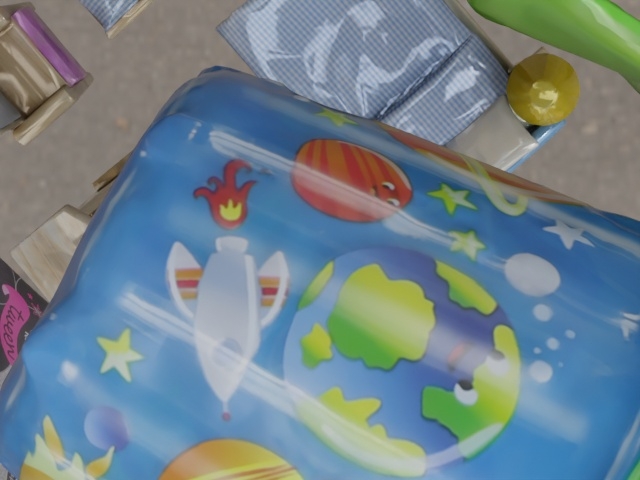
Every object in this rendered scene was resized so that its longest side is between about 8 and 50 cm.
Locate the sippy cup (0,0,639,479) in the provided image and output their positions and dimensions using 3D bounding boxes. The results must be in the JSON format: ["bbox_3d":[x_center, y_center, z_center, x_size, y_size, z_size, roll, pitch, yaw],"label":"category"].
[{"bbox_3d":[0.013,0.058,0.693,0.224,0.305,0.240,29,135,-1],"label":"sippy cup"}]

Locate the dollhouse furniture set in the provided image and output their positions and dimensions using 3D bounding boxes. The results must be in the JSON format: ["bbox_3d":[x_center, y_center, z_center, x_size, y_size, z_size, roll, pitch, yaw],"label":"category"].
[{"bbox_3d":[-0.037,-0.091,1.151,0.303,0.198,0.286,-38,96,14],"label":"dollhouse furniture set"}]

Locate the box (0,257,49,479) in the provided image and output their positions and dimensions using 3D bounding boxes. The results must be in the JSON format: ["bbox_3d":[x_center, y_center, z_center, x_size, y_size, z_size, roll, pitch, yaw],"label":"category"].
[{"bbox_3d":[-0.263,0.161,1.478,0.142,0.247,0.163,-27,129,19],"label":"box"}]
